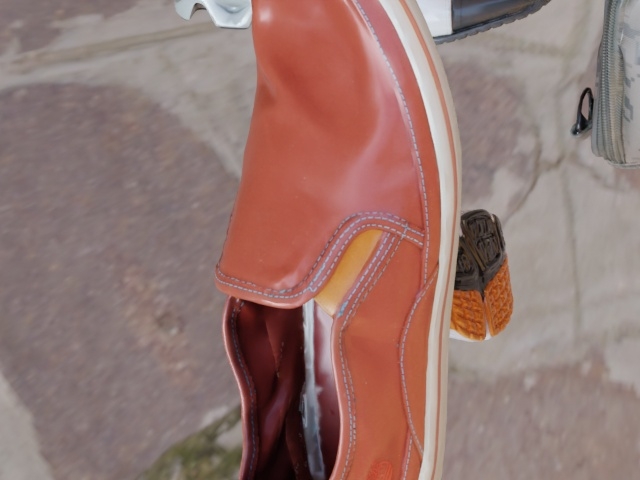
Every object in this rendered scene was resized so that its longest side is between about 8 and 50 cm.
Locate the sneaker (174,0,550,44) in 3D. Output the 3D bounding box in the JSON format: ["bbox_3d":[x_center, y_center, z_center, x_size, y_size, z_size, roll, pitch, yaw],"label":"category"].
[{"bbox_3d":[0.031,-0.247,1.606,0.330,0.122,0.146,3,125,12],"label":"sneaker"}]

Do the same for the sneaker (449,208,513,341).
[{"bbox_3d":[0.043,0.041,1.426,0.121,0.262,0.099,-3,101,35],"label":"sneaker"}]

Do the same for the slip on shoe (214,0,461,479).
[{"bbox_3d":[0.000,0.000,1.004,0.123,0.101,0.331,15,112,46],"label":"slip on shoe"}]

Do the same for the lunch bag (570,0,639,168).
[{"bbox_3d":[0.305,-0.151,1.122,0.305,0.212,0.256,7,99,16],"label":"lunch bag"}]
